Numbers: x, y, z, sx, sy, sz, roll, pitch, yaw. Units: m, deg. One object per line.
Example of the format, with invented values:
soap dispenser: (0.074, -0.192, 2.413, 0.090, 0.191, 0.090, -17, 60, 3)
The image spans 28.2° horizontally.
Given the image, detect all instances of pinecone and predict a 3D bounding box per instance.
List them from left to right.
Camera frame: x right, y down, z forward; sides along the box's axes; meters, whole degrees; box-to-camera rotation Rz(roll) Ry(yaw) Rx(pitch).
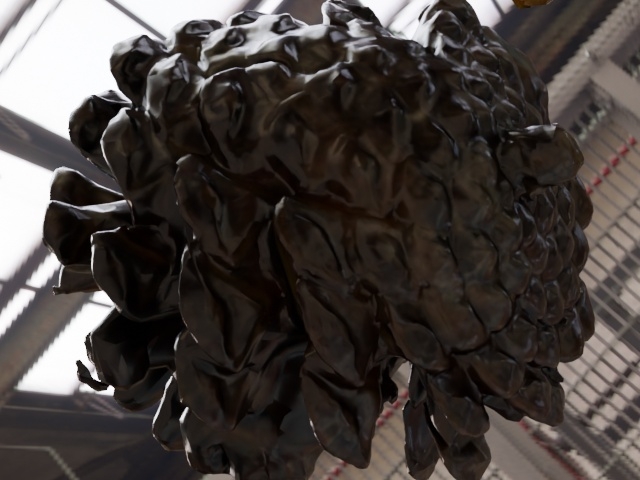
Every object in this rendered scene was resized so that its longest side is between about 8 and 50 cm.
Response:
pinecone: (-0.002, 0.004, 0.686, 0.295, 0.242, 0.298, 1, -138, 13)

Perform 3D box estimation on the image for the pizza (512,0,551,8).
pizza: (0.018, -0.122, 0.371, 0.182, 0.365, 0.074, -2, -72, -19)
